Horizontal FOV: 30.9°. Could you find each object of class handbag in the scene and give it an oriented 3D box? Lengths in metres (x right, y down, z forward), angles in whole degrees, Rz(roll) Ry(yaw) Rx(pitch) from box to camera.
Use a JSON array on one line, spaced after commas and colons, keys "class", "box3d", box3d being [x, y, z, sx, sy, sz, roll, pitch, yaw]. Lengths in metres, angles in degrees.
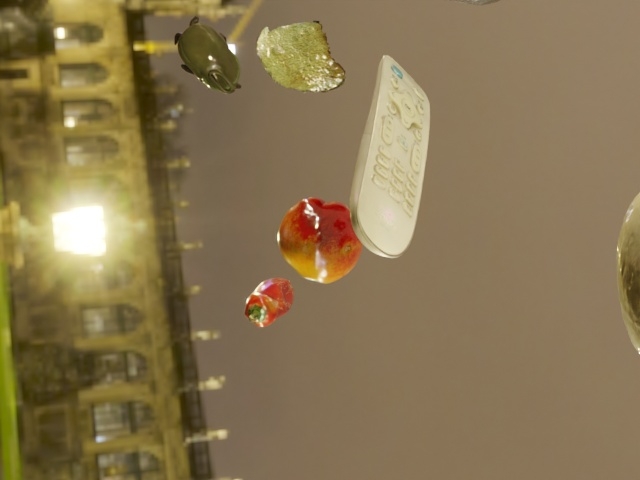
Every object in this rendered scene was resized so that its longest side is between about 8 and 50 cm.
[{"class": "handbag", "box3d": [-0.147, -0.240, 1.542, 0.111, 0.072, 0.047, 49, 4, -16]}]

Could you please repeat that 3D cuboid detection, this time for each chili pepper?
[{"class": "chili pepper", "box3d": [-0.077, 0.092, 1.720, 0.059, 0.050, 0.191, 49, 21, 2]}]

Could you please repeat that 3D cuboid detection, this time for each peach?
[{"class": "peach", "box3d": [0.001, 0.000, 1.293, 0.101, 0.101, 0.100, 176, -90, -76]}]

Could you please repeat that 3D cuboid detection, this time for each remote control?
[{"class": "remote control", "box3d": [0.060, -0.075, 1.052, 0.044, 0.073, 0.229, -29, -145, 36]}]

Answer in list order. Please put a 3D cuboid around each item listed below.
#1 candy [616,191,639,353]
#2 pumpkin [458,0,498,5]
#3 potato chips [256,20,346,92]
[{"class": "candy", "box3d": [0.427, 0.049, 1.181, 0.295, 0.185, 0.295, 19, -64, 44]}, {"class": "pumpkin", "box3d": [0.230, -0.563, 1.681, 0.344, 0.454, 0.454, 115, -32, -65]}, {"class": "potato chips", "box3d": [-0.035, -0.321, 1.987, 0.209, 0.142, 0.026, 24, -18, 31]}]
